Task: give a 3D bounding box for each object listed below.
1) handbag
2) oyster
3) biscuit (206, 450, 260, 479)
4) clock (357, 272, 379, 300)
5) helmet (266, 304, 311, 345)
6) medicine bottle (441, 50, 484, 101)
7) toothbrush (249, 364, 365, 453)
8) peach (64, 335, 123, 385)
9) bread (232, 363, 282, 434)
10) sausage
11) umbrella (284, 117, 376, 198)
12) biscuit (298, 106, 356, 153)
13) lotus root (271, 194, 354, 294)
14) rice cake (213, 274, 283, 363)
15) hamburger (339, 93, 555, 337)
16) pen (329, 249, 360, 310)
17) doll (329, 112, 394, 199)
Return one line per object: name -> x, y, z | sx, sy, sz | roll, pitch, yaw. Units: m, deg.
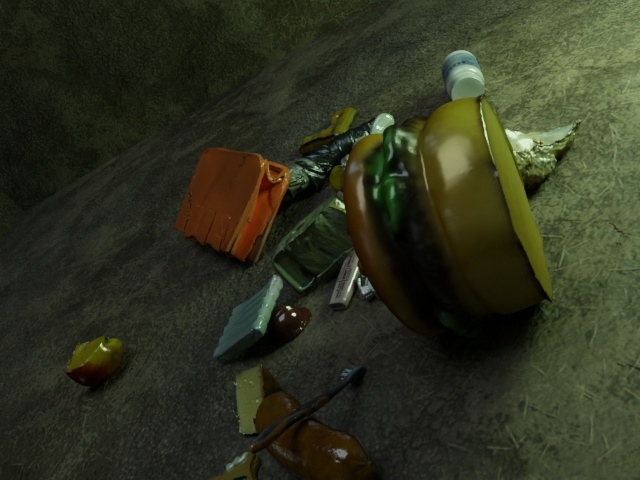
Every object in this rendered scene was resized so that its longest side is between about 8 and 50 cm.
handbag -> -0.262, -0.110, 1.853 | 0.410, 0.116, 0.304 | 19, 88, 56
oyster -> 0.445, -0.180, 1.333 | 0.161, 0.107, 0.232 | -10, 19, 46
biscuit -> -0.136, 0.456, 1.067 | 0.158, 0.035, 0.240 | -42, 29, -7
clock -> 0.121, 0.073, 1.345 | 0.087, 0.041, 0.129 | -23, 36, 16
helmet -> -0.080, 0.171, 1.398 | 0.111, 0.057, 0.089 | -42, 27, -10
medicine bottle -> 0.389, -0.440, 1.743 | 0.102, 0.103, 0.187 | -24, 31, 20
toothbrush -> -0.012, 0.271, 1.057 | 0.031, 0.023, 0.321 | -3, 11, 33
peach -> -0.582, 0.314, 1.663 | 0.151, 0.118, 0.151 | -15, -4, -1
bread -> -0.134, 0.311, 1.228 | 0.084, 0.080, 0.109 | -21, 30, 29
sausage -> -0.016, 0.335, 1.048 | 0.109, 0.109, 0.270 | -48, 31, -21
umbrella -> 0.036, -0.237, 1.856 | 0.357, 0.106, 0.113 | -33, 38, -9
biscuit -> 0.026, -0.359, 2.078 | 0.174, 0.039, 0.183 | -13, 36, 38
lotus root -> 0.000, 0.000, 1.466 | 0.235, 0.119, 0.138 | -44, 11, 9
rice cake -> -0.160, 0.178, 1.430 | 0.198, 0.037, 0.189 | -42, 19, 37
hamburger -> 0.201, -0.026, 1.072 | 0.277, 0.396, 0.396 | -20, 33, 24
pen -> 0.067, 0.071, 1.415 | 0.053, 0.032, 0.197 | -14, 37, 35
doll -> 0.127, -0.204, 1.678 | 0.237, 0.111, 0.252 | -44, 27, 18
